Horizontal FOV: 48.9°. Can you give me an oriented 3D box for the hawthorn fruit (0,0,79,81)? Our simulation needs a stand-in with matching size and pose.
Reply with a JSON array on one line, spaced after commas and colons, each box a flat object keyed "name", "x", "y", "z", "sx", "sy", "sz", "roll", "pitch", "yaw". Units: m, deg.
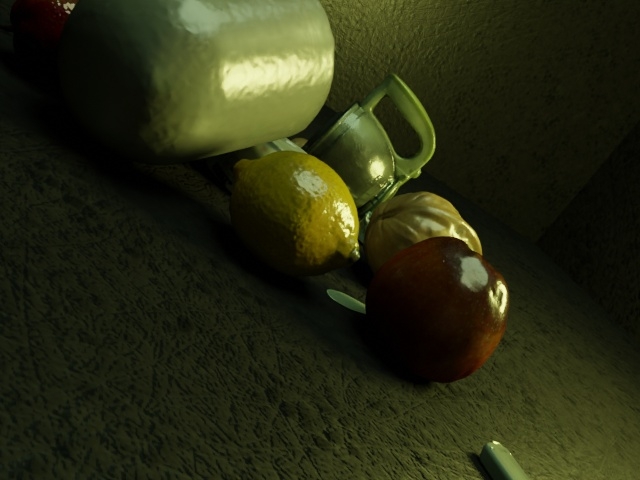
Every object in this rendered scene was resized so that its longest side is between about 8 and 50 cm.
[{"name": "hawthorn fruit", "x": -0.450, "y": -0.340, "z": 1.167, "sx": 0.194, "sy": 0.157, "sz": 0.157, "roll": -6, "pitch": 41, "yaw": -39}]

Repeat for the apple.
[{"name": "apple", "x": 0.195, "y": 0.106, "z": 1.130, "sx": 0.230, "sy": 0.230, "sz": 0.230, "roll": 34, "pitch": 16, "yaw": -11}]

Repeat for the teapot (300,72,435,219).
[{"name": "teapot", "x": 0.103, "y": -0.199, "z": 1.656, "sx": 0.239, "sy": 0.321, "sz": 0.239, "roll": 44, "pitch": -9, "yaw": -7}]

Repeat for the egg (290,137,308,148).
[{"name": "egg", "x": -0.054, "y": -0.224, "z": 1.797, "sx": 0.080, "sy": 0.080, "sz": 0.096, "roll": 27, "pitch": 20, "yaw": -32}]

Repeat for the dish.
[{"name": "dish", "x": -0.090, "y": -0.136, "z": 1.393, "sx": 0.256, "sy": 0.117, "sz": 0.256, "roll": 34, "pitch": 15, "yaw": -10}]

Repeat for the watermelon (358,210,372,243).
[{"name": "watermelon", "x": 0.095, "y": -0.027, "z": 1.598, "sx": 0.061, "sy": 0.085, "sz": 0.085, "roll": -3, "pitch": 25, "yaw": -8}]

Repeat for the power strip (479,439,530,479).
[{"name": "power strip", "x": 0.290, "y": 0.365, "z": 0.922, "sx": 0.060, "sy": 0.027, "sz": 0.253, "roll": 26, "pitch": 19, "yaw": -36}]

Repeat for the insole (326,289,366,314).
[{"name": "insole", "x": 0.068, "y": 0.116, "z": 1.215, "sx": 0.152, "sy": 0.002, "sz": 0.053, "roll": 28, "pitch": 17, "yaw": -29}]

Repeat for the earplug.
[{"name": "earplug", "x": -0.212, "y": -0.286, "z": 1.125, "sx": 0.312, "sy": 0.313, "sz": 0.394, "roll": 42, "pitch": 37, "yaw": 19}]

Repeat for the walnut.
[{"name": "walnut", "x": 0.207, "y": 0.023, "z": 1.404, "sx": 0.261, "sy": 0.225, "sz": 0.225, "roll": 34, "pitch": 15, "yaw": -28}]

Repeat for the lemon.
[{"name": "lemon", "x": -0.041, "y": -0.040, "z": 1.098, "sx": 0.244, "sy": 0.187, "sz": 0.187, "roll": 37, "pitch": 15, "yaw": 3}]
